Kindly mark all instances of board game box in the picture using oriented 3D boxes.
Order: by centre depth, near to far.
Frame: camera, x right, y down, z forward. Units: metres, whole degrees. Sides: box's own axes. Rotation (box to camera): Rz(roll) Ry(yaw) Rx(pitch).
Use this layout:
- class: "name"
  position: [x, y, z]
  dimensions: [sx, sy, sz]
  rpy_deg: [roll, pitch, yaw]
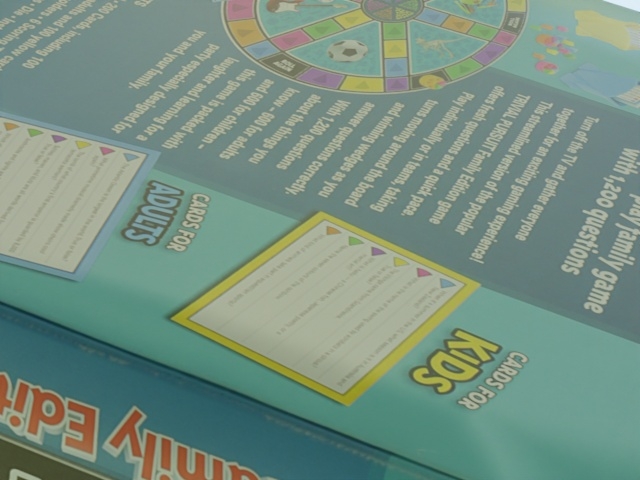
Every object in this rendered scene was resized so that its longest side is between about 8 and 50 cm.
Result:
- class: "board game box"
  position: [0.000, 0.000, 0.447]
  dimensions: [0.336, 0.079, 0.254]
  rpy_deg: [20, -148, 13]
